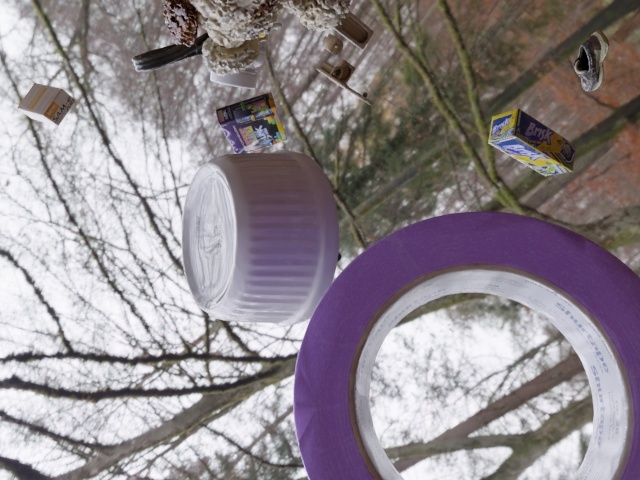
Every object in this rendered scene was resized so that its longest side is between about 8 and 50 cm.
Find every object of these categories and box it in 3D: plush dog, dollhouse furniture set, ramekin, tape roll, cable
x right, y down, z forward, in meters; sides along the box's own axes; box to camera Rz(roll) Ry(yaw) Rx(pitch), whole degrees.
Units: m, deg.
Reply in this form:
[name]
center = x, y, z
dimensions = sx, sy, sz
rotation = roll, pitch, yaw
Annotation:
[plush dog]
center = -0.108, -0.365, 0.793
dimensions = 0.225, 0.263, 0.210
rotation = -75, -37, -63
[dollhouse furniture set]
center = 0.085, -0.433, 1.298
dimensions = 0.144, 0.151, 0.123
rotation = 16, -158, -50
[ramekin]
center = -0.080, -0.003, 0.627
dimensions = 0.109, 0.207, 0.207
rotation = -1, -131, -33
[tape roll]
center = 0.122, 0.120, 0.420
dimensions = 0.274, 0.275, 0.090
rotation = 53, 179, 21
[cable]
center = -0.224, -0.393, 1.050
dimensions = 0.288, 0.072, 0.139
rotation = -18, -142, -19

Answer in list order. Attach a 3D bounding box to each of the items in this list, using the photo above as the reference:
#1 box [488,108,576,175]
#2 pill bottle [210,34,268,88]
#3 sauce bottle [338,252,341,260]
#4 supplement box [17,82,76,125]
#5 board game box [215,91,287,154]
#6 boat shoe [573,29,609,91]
[box]
center = 0.378, -0.171, 0.977
dimensions = 0.169, 0.059, 0.054
rotation = 19, -104, -30
[pill bottle]
center = -0.231, -0.590, 1.573
dimensions = 0.161, 0.282, 0.160
rotation = 11, -163, -3
[sauce bottle]
center = 0.000, 0.000, 1.178
dimensions = 0.128, 0.042, 0.042
rotation = 52, -154, -30
[supplement box]
center = -0.512, -0.254, 1.026
dimensions = 0.099, 0.062, 0.036
rotation = 20, 165, 33
[board game box]
center = -0.166, -0.283, 1.361
dimensions = 0.170, 0.141, 0.048
rotation = 68, -177, -71
[boat shoe]
center = 0.519, -0.343, 1.069
dimensions = 0.152, 0.049, 0.056
rotation = 54, -166, -58
